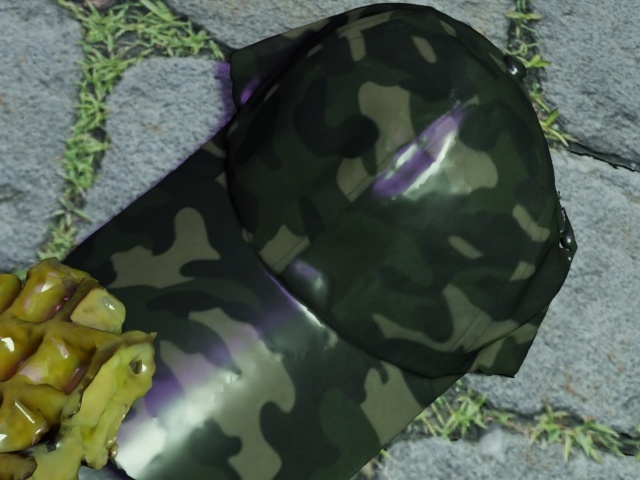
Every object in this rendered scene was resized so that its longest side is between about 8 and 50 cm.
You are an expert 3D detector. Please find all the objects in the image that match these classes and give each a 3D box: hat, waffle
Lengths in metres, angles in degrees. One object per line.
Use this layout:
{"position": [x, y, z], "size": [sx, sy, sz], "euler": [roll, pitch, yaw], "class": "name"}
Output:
{"position": [0.000, 0.000, 0.613], "size": [0.366, 0.257, 0.382], "euler": [42, 42, 8], "class": "hat"}
{"position": [-0.212, 0.136, 0.470], "size": [0.283, 0.065, 0.309], "euler": [-34, 45, -4], "class": "waffle"}
